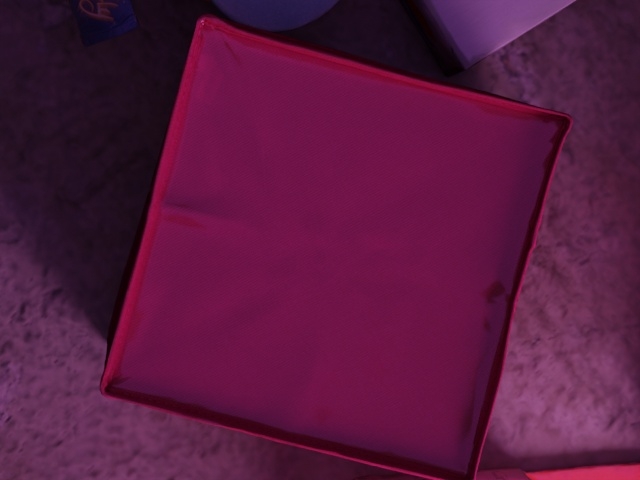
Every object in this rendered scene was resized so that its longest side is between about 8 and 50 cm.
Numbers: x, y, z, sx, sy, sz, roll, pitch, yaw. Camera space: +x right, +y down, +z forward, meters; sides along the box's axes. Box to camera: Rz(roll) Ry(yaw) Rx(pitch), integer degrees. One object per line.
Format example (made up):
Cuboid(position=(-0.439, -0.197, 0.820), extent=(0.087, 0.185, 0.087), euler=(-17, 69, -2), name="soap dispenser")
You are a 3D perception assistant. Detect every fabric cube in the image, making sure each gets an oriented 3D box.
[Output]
Cuboid(position=(0.000, 0.000, 1.317), extent=(0.254, 0.258, 0.259), euler=(16, 91, -4), name="fabric cube")

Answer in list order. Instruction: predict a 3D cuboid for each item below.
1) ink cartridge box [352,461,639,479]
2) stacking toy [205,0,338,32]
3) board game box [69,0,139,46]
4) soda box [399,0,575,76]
Cuboid(position=(0.160, 0.321, 1.442), extent=(0.261, 0.066, 0.296), euler=(-4, 93, -4), name="ink cartridge box")
Cuboid(position=(0.004, -0.306, 1.295), extent=(0.309, 0.130, 0.279), euler=(-36, 124, -11), name="stacking toy")
Cuboid(position=(-0.184, -0.275, 1.278), extent=(0.042, 0.165, 0.243), euler=(-17, 132, -4), name="board game box")
Cuboid(position=(0.193, -0.237, 1.404), extent=(0.286, 0.091, 0.098), euler=(-32, 95, -3), name="soda box")
